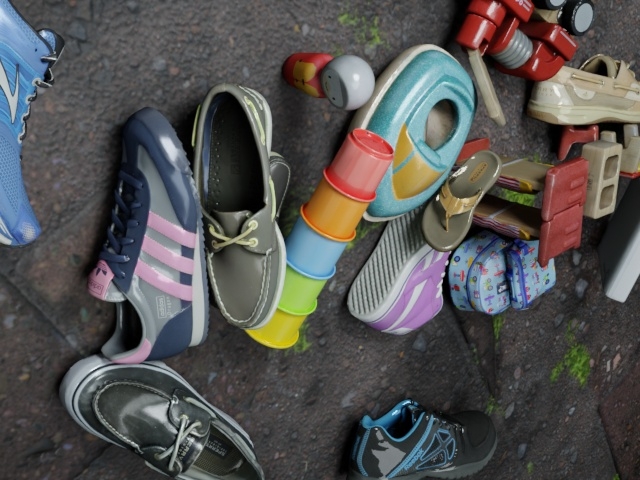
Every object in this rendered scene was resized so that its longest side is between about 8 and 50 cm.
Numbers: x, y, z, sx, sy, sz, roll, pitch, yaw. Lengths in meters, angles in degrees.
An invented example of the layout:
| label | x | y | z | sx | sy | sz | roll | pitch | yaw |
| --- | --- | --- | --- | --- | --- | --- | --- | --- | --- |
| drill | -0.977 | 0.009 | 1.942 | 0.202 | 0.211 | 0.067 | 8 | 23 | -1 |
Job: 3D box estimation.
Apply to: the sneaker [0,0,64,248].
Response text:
| label | x | y | z | sx | sy | sz | roll | pitch | yaw |
| --- | --- | --- | --- | --- | --- | --- | --- | --- | --- |
| sneaker | -0.313 | -0.148 | 0.708 | 0.147 | 0.130 | 0.330 | -17 | 117 | -29 |

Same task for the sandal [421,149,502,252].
| label | x | y | z | sx | sy | sz | roll | pitch | yaw |
| --- | --- | --- | --- | --- | --- | --- | --- | --- | --- |
| sandal | 0.207 | -0.066 | 1.071 | 0.180 | 0.072 | 0.049 | -54 | 162 | -11 |

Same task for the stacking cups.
| label | x | y | z | sx | sy | sz | roll | pitch | yaw |
| --- | --- | --- | --- | --- | --- | --- | --- | --- | --- |
| stacking cups | 0.000 | 0.000 | 0.958 | 0.096 | 0.096 | 0.316 | 9 | 124 | -40 |

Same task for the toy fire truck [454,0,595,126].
| label | x | y | z | sx | sy | sz | roll | pitch | yaw |
| --- | --- | --- | --- | --- | --- | --- | --- | --- | --- |
| toy fire truck | 0.291 | -0.290 | 1.101 | 0.217 | 0.158 | 0.246 | 23 | 95 | -41 |

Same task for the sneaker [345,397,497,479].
| label | x | y | z | sx | sy | sz | roll | pitch | yaw |
| --- | --- | --- | --- | --- | --- | --- | --- | --- | --- |
| sneaker | 0.199 | 0.354 | 1.308 | 0.341 | 0.125 | 0.139 | -8 | 108 | -38 |

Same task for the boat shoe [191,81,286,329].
| label | x | y | z | sx | sy | sz | roll | pitch | yaw |
| --- | --- | --- | --- | --- | --- | --- | --- | --- | --- |
| boat shoe | -0.105 | -0.037 | 0.880 | 0.091 | 0.109 | 0.305 | -22 | 110 | -81 |

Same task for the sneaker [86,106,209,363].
| label | x | y | z | sx | sy | sz | roll | pitch | yaw |
| --- | --- | --- | --- | --- | --- | --- | --- | --- | --- |
| sneaker | -0.214 | 0.008 | 0.858 | 0.131 | 0.112 | 0.319 | -20 | 118 | -34 |

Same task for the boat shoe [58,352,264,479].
| label | x | y | z | sx | sy | sz | roll | pitch | yaw |
| --- | --- | --- | --- | --- | --- | --- | --- | --- | --- |
| boat shoe | -0.187 | 0.251 | 0.970 | 0.335 | 0.119 | 0.121 | 38 | 83 | -41 |

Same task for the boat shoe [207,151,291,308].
| label | x | y | z | sx | sy | sz | roll | pitch | yaw |
| --- | --- | --- | --- | --- | --- | --- | --- | --- | --- |
| boat shoe | -0.091 | -0.009 | 0.969 | 0.080 | 0.073 | 0.223 | 28 | 90 | -42 |

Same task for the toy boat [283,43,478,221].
| label | x | y | z | sx | sy | sz | roll | pitch | yaw |
| --- | --- | --- | --- | --- | --- | --- | --- | --- | --- |
| toy boat | 0.093 | -0.163 | 1.001 | 0.318 | 0.148 | 0.267 | 25 | 92 | -41 |

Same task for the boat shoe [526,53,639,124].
| label | x | y | z | sx | sy | sz | roll | pitch | yaw |
| --- | --- | --- | --- | --- | --- | --- | --- | --- | --- |
| boat shoe | 0.515 | -0.273 | 1.301 | 0.341 | 0.122 | 0.110 | -10 | 115 | -33 |

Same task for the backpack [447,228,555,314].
| label | x | y | z | sx | sy | sz | roll | pitch | yaw |
| --- | --- | --- | --- | --- | --- | --- | --- | --- | --- |
| backpack | 0.312 | 0.056 | 1.281 | 0.173 | 0.117 | 0.158 | -27 | 123 | -25 |

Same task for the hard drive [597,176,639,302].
| label | x | y | z | sx | sy | sz | roll | pitch | yaw |
| --- | --- | --- | --- | --- | --- | --- | --- | --- | --- |
| hard drive | 0.622 | -0.086 | 1.374 | 0.233 | 0.047 | 0.353 | -55 | 163 | -61 |

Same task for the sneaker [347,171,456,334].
| label | x | y | z | sx | sy | sz | roll | pitch | yaw |
| --- | --- | --- | --- | --- | --- | --- | --- | --- | --- |
| sneaker | 0.171 | 0.028 | 1.180 | 0.282 | 0.102 | 0.161 | -52 | 135 | 5 |

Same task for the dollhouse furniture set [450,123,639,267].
| label | x | y | z | sx | sy | sz | roll | pitch | yaw |
| --- | --- | --- | --- | --- | --- | --- | --- | --- | --- |
| dollhouse furniture set | 0.400 | -0.101 | 1.240 | 0.374 | 0.201 | 0.152 | -20 | 119 | -38 |
